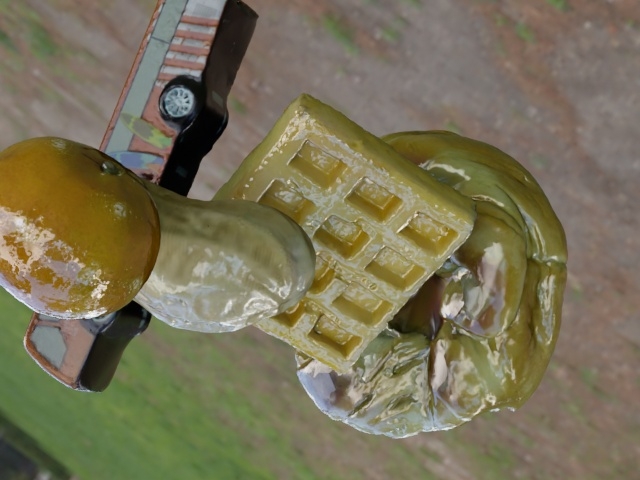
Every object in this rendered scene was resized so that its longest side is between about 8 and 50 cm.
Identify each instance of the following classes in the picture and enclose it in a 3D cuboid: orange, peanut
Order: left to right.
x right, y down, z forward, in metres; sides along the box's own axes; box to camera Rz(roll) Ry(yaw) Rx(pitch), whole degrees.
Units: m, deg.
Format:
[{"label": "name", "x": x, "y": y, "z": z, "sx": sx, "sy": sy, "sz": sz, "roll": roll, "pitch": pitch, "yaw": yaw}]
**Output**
[{"label": "orange", "x": -0.199, "y": -0.013, "z": 1.195, "sx": 0.156, "sy": 0.124, "sz": 0.156, "roll": 40, "pitch": -161, "yaw": -17}, {"label": "peanut", "x": -0.149, "y": 0.010, "z": 1.381, "sx": 0.290, "sy": 0.130, "sz": 0.130, "roll": 13, "pitch": 166, "yaw": -1}]

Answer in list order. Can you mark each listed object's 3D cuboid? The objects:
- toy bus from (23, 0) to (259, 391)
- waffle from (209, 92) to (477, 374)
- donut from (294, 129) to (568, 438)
[{"label": "toy bus", "x": -0.174, "y": -0.052, "z": 1.490, "sx": 0.092, "sy": 0.409, "sz": 0.093, "roll": 22, "pitch": 179, "yaw": 18}, {"label": "waffle", "x": 0.000, "y": 0.000, "z": 1.519, "sx": 0.221, "sy": 0.248, "sz": 0.055, "roll": 31, "pitch": -153, "yaw": -19}, {"label": "donut", "x": 0.108, "y": 0.054, "z": 1.711, "sx": 0.170, "sy": 0.360, "sz": 0.360, "roll": -4, "pitch": -160, "yaw": -45}]
